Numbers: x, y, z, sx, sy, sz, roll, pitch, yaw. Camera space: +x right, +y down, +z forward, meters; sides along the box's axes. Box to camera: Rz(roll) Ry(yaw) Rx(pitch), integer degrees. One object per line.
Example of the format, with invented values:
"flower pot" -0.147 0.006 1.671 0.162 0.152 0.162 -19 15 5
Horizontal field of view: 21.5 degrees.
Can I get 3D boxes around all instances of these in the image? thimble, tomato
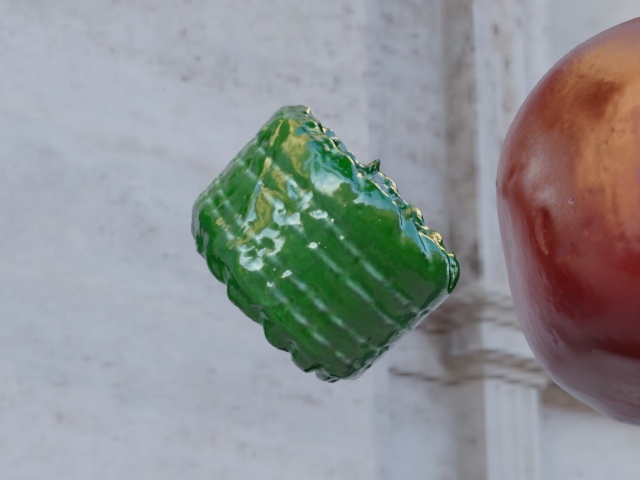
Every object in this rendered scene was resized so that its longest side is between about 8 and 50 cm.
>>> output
"thimble" 0.000 0.000 0.812 0.118 0.090 0.130 43 7 -13
"tomato" 0.232 -0.007 1.096 0.226 0.299 0.298 -7 -17 -9
